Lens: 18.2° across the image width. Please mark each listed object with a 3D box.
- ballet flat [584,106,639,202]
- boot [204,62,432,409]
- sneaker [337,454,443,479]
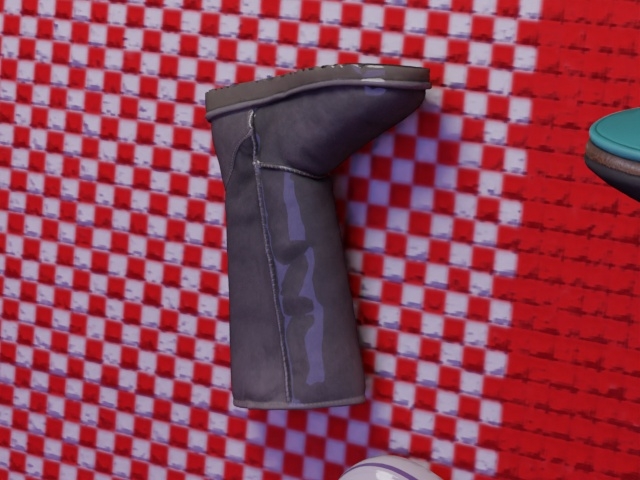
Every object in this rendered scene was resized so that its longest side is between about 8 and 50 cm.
[{"bbox_3d":[0.278,-0.026,1.054,0.280,0.095,0.096,-3,115,28],"label":"ballet flat"},{"bbox_3d":[0.002,0.000,1.247,0.189,0.076,0.209,-10,82,47],"label":"boot"},{"bbox_3d":[0.061,0.264,1.183,0.102,0.161,0.282,-36,74,31],"label":"sneaker"}]
